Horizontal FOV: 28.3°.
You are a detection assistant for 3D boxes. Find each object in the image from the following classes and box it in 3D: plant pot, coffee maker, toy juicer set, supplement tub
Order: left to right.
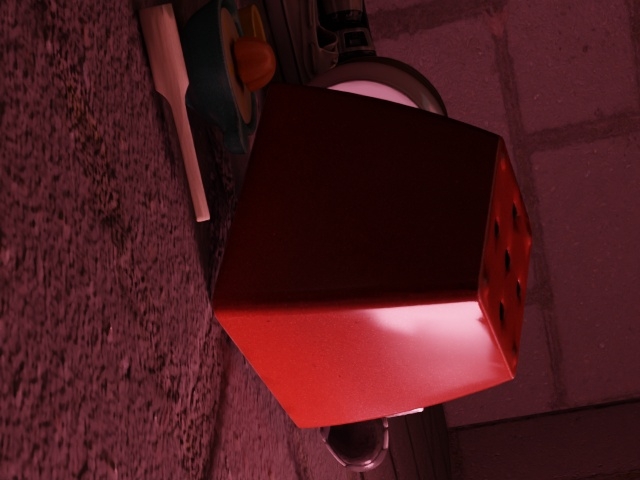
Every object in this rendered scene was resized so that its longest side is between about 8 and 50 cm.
[{"bbox_3d":[-0.094,-0.192,1.162,0.329,0.089,0.209,-88,166,-56],"label":"toy juicer set"},{"bbox_3d":[0.039,-0.400,2.326,0.171,0.120,0.178,27,54,-82],"label":"coffee maker"},{"bbox_3d":[0.064,-0.132,1.729,0.316,0.228,0.228,-62,141,-79],"label":"supplement tub"},{"bbox_3d":[0.073,0.020,1.257,0.267,0.235,0.267,60,36,-52],"label":"plant pot"}]

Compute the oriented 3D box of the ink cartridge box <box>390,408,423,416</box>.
[{"bbox_3d":[0.081,0.172,1.836,0.176,0.127,0.128,-63,142,-76],"label":"ink cartridge box"}]

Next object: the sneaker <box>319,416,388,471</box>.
[{"bbox_3d":[0.014,0.168,1.571,0.132,0.086,0.229,60,11,-56],"label":"sneaker"}]

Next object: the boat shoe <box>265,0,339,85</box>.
[{"bbox_3d":[-0.015,-0.284,1.879,0.096,0.088,0.268,-89,166,-57],"label":"boat shoe"}]
